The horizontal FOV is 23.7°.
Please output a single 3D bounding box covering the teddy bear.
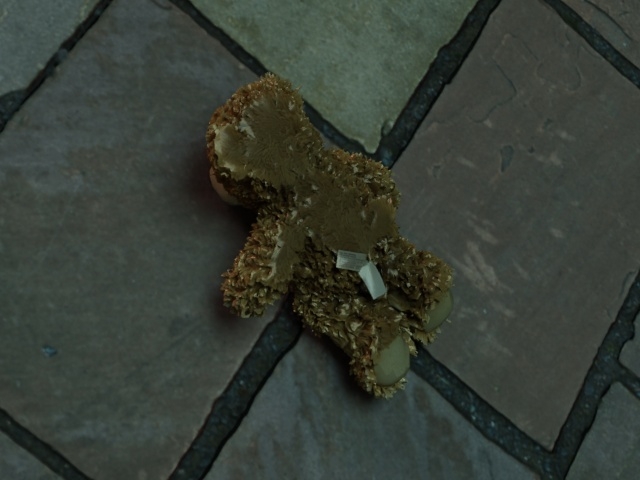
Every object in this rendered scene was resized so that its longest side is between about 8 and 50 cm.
[{"bbox_3d":[0.000,0.000,1.502,0.338,0.113,0.245,35,64,-22],"label":"teddy bear"}]
